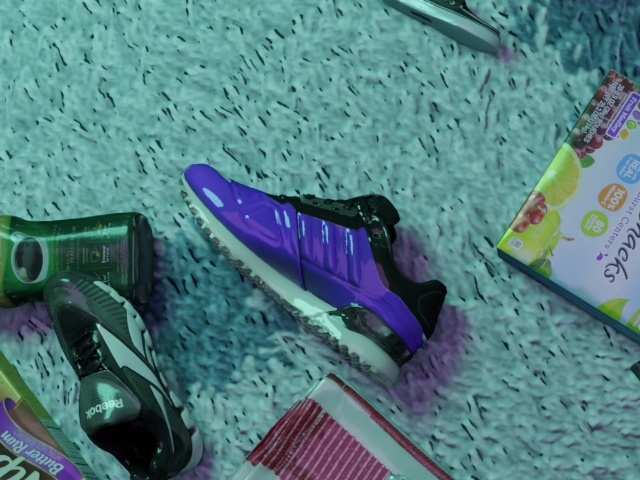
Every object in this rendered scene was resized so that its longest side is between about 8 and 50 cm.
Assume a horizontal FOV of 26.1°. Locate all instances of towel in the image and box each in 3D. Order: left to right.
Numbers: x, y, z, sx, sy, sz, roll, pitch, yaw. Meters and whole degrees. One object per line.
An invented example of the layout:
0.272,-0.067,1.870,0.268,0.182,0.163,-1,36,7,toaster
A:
-0.015,0.319,1.319,0.237,0.037,0.329,41,88,13,towel

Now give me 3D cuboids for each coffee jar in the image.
-0.265,0.020,1.396,0.184,0.079,0.096,-1,86,9,coffee jar

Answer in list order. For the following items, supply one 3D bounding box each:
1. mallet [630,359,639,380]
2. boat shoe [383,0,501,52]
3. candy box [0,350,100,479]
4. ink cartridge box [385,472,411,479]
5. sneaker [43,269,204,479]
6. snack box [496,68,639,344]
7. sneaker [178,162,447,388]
0.355,0.190,1.285,0.062,0.039,0.189,-24,72,5,mallet
0.124,-0.237,1.399,0.142,0.049,0.040,29,85,16,boat shoe
-0.319,0.207,1.382,0.109,0.053,0.186,-41,74,0,candy box
0.082,0.334,1.244,0.153,0.087,0.208,29,85,10,ink cartridge box
-0.197,0.134,1.313,0.078,0.106,0.234,-29,94,19,sneaker
0.295,-0.029,1.318,0.174,0.070,0.207,33,87,13,snack box
0.000,0.000,1.353,0.293,0.102,0.146,40,83,9,sneaker
